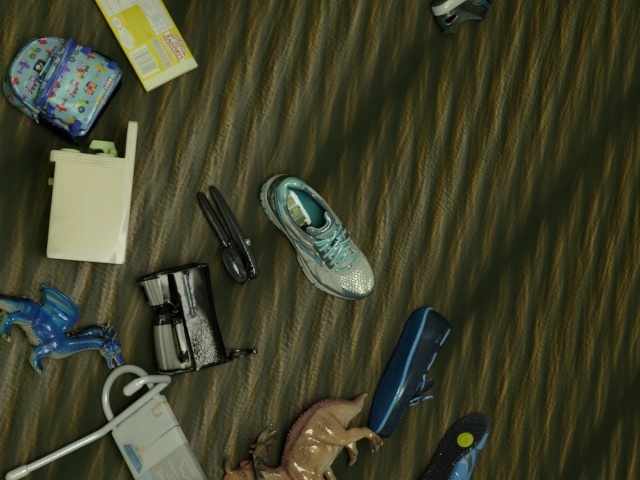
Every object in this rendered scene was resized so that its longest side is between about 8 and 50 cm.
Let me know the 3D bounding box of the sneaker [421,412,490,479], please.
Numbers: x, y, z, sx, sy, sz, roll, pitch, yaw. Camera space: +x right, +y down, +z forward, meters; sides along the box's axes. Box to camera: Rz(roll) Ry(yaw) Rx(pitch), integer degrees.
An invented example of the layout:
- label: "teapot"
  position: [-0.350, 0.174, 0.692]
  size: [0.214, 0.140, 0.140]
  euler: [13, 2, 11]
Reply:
- label: "sneaker"
  position: [0.263, 0.428, 1.638]
  size: [0.209, 0.069, 0.082]
  euler: [-53, 135, -21]

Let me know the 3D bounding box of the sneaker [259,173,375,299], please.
- label: "sneaker"
  position: [0.000, 0.000, 1.536]
  size: [0.110, 0.122, 0.283]
  euler: [-45, 100, -13]

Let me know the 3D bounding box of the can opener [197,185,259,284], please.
- label: "can opener"
  position: [-0.162, -0.011, 1.524]
  size: [0.059, 0.073, 0.186]
  euler: [-21, 85, -8]

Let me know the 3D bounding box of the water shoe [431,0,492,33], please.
- label: "water shoe"
  position: [0.308, -0.475, 1.685]
  size: [0.203, 0.073, 0.080]
  euler: [-30, 118, -12]

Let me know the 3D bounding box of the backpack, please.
- label: "backpack"
  position: [-0.435, -0.265, 1.420]
  size: [0.173, 0.117, 0.158]
  euler: [33, 78, -10]

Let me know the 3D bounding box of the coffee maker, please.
- label: "coffee maker"
  position: [-0.218, 0.129, 1.483]
  size: [0.171, 0.120, 0.178]
  euler: [-12, 93, -41]

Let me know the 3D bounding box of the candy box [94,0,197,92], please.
- label: "candy box"
  position: [-0.312, -0.374, 1.506]
  size: [0.105, 0.027, 0.206]
  euler: [-31, 97, -18]

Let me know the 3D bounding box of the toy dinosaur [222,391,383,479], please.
- label: "toy dinosaur"
  position: [-0.022, 0.362, 1.522]
  size: [0.200, 0.127, 0.296]
  euler: [39, 72, -5]

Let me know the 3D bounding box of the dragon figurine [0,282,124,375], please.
- label: "dragon figurine"
  position: [-0.453, 0.122, 1.413]
  size: [0.144, 0.085, 0.289]
  euler: [-44, 104, -16]

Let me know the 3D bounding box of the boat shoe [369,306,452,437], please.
- label: "boat shoe"
  position: [0.178, 0.253, 1.591]
  size: [0.089, 0.109, 0.258]
  euler: [29, 82, -17]

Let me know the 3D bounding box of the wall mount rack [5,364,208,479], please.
- label: "wall mount rack"
  position: [-0.323, 0.385, 1.379]
  size: [0.304, 0.130, 0.350]
  euler: [-39, 70, 15]

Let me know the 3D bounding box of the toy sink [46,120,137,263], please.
- label: "toy sink"
  position: [-0.381, -0.081, 1.410]
  size: [0.131, 0.153, 0.234]
  euler: [6, 87, -16]
